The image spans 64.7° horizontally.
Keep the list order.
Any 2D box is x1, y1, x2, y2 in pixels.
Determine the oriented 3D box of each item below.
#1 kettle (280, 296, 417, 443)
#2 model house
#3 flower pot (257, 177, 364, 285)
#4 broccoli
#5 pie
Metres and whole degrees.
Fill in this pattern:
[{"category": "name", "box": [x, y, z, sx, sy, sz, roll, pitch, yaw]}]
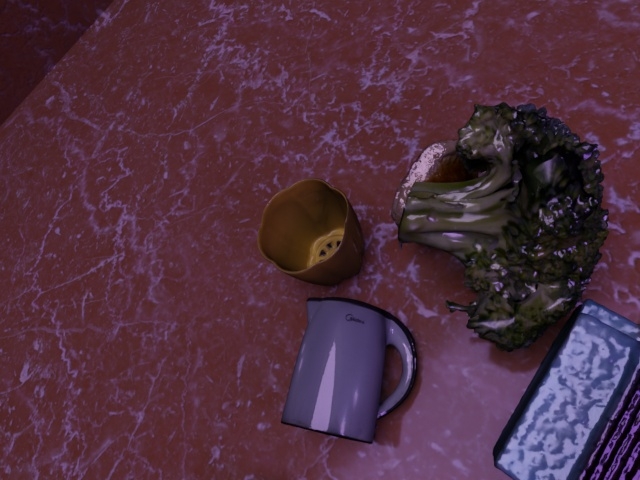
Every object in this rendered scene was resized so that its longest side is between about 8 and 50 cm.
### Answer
[{"category": "kettle", "box": [0.061, 0.229, 0.904, 0.221, 0.161, 0.237, 12, 68, 0]}, {"category": "model house", "box": [0.409, 0.261, 0.686, 0.248, 0.230, 0.281, 31, 85, 23]}, {"category": "flower pot", "box": [0.000, 0.000, 1.010, 0.195, 0.179, 0.195, -10, 65, 22]}, {"category": "broccoli", "box": [0.300, -0.034, 0.796, 0.338, 0.317, 0.277, -51, 9, 37]}, {"category": "pie", "box": [0.223, -0.089, 0.947, 0.084, 0.179, 0.205, 31, 89, 38]}]
